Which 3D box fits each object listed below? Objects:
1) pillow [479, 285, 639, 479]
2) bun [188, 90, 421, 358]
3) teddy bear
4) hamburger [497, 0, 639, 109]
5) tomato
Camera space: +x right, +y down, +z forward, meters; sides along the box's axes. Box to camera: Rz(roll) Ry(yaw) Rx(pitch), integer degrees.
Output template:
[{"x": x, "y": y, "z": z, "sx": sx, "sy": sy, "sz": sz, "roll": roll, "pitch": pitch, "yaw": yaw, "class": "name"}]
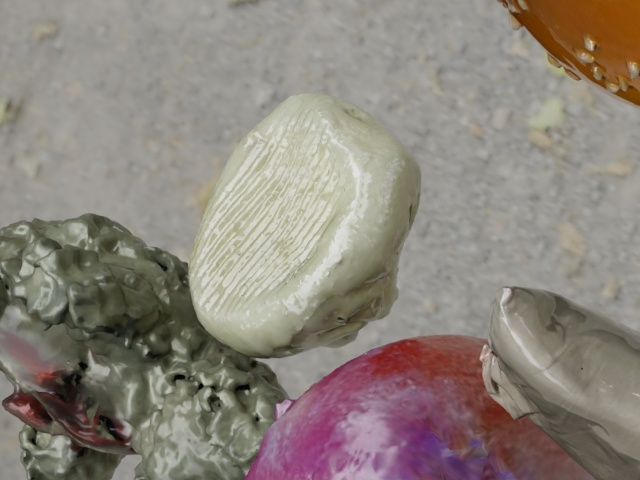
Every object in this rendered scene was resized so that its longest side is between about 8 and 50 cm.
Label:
[{"x": 0.163, "y": 0.094, "z": 0.978, "sx": 0.173, "sy": 0.270, "sz": 0.067, "roll": 33, "pitch": 84, "yaw": 8, "class": "pillow"}, {"x": 0.000, "y": 0.000, "z": 1.447, "sx": 0.231, "sy": 0.133, "sz": 0.231, "roll": -29, "pitch": 48, "yaw": 38, "class": "bun"}, {"x": -0.149, "y": 0.142, "z": 1.526, "sx": 0.224, "sy": 0.357, "sz": 0.367, "roll": -43, "pitch": 50, "yaw": -14, "class": "teddy bear"}, {"x": 0.129, "y": -0.147, "z": 0.629, "sx": 0.170, "sy": 0.246, "sz": 0.246, "roll": -18, "pitch": 53, "yaw": -10, "class": "hamburger"}, {"x": 0.121, "y": 0.187, "z": 1.305, "sx": 0.290, "sy": 0.335, "sz": 0.176, "roll": -47, "pitch": -9, "yaw": -29, "class": "tomato"}]
